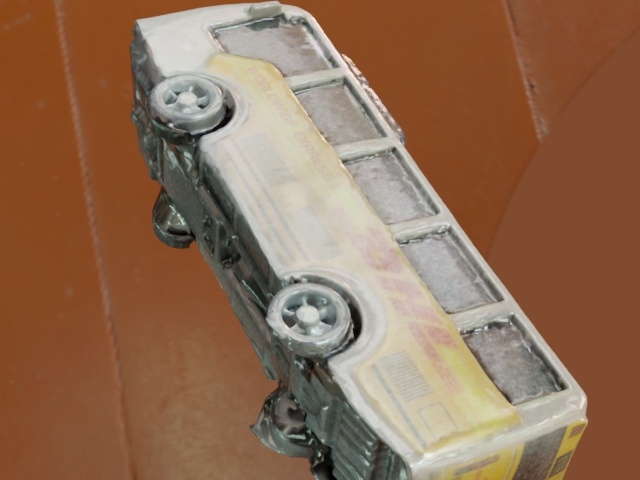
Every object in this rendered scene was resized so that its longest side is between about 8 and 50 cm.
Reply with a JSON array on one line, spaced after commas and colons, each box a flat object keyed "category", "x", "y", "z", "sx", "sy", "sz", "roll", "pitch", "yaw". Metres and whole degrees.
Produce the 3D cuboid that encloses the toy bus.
[{"category": "toy bus", "x": 0.000, "y": 0.000, "z": 0.640, "sx": 0.138, "sy": 0.097, "sz": 0.343, "roll": -16, "pitch": 51, "yaw": -19}]
